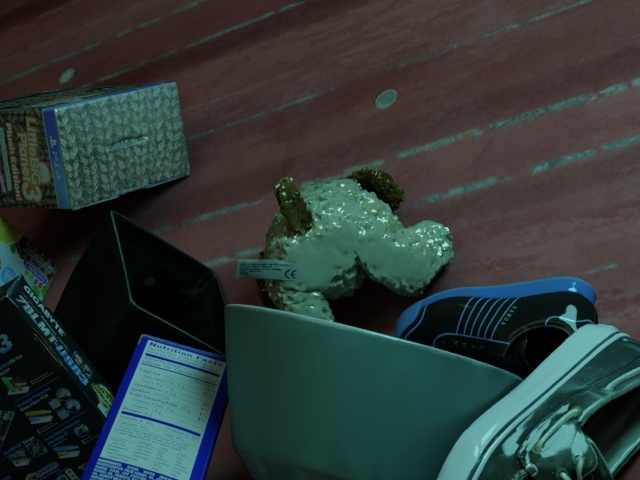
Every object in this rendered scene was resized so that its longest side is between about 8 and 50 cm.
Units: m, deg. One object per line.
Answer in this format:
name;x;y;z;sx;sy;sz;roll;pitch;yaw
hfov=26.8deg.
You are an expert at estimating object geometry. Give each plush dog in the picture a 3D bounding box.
plush dog;0.000;0.000;1.605;0.262;0.211;0.225;-36;13;4

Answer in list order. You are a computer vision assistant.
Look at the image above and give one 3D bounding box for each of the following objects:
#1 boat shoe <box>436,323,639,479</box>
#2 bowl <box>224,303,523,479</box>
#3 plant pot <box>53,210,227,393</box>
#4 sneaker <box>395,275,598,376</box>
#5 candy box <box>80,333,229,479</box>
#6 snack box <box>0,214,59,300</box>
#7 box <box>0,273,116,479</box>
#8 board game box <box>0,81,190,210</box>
boat shoe;0.219;0.200;1.240;0.119;0.121;0.335;16;51;42
bowl;0.033;0.180;1.340;0.311;0.311;0.163;7;78;42
plant pot;-0.234;0.110;1.683;0.167;0.188;0.187;-43;38;16
sneaker;0.180;0.103;1.425;0.232;0.081;0.090;-15;39;27
candy box;-0.197;0.293;1.359;0.317;0.122;0.268;-75;5;-60
snack box;-0.491;0.052;1.909;0.070;0.207;0.175;-3;53;37
box;-0.390;0.232;1.599;0.295;0.293;0.073;-31;16;14
board game box;-0.380;-0.139;1.959;0.291;0.141;0.232;2;16;39
